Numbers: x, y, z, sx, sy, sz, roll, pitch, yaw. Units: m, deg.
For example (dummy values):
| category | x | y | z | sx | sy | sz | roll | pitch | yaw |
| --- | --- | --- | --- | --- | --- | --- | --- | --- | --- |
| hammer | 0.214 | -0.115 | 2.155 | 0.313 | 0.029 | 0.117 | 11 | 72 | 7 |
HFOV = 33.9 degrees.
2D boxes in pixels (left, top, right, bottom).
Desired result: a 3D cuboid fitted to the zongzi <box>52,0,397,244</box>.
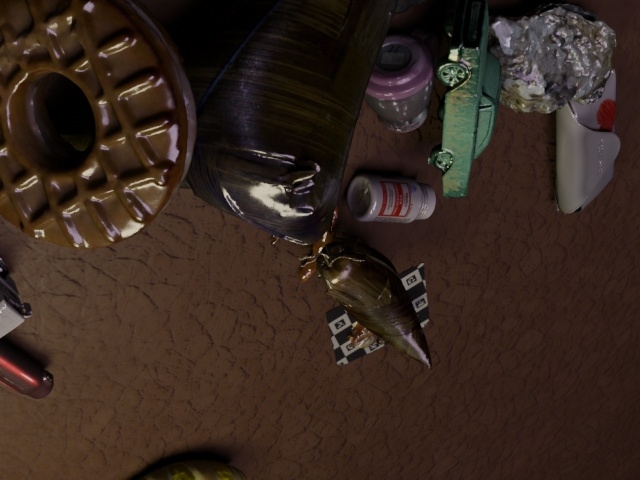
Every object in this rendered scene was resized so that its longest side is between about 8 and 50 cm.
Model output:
| category | x | y | z | sx | sy | sz | roll | pitch | yaw |
| --- | --- | --- | --- | --- | --- | --- | --- | --- | --- |
| zongzi | -0.139 | -0.241 | 1.364 | 0.208 | 0.432 | 0.403 | 55 | 53 | -71 |

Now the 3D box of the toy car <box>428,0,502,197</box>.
| category | x | y | z | sx | sy | sz | roll | pitch | yaw |
| --- | --- | --- | --- | --- | --- | --- | --- | --- | --- |
| toy car | 0.224 | -0.218 | 1.604 | 0.097 | 0.141 | 0.320 | 7 | 142 | 8 |

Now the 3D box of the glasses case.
| category | x | y | z | sx | sy | sz | roll | pitch | yaw |
| --- | --- | --- | --- | --- | --- | --- | --- | --- | --- |
| glasses case | 0.485 | -0.170 | 1.891 | 0.128 | 0.083 | 0.308 | -27 | 139 | -9 |

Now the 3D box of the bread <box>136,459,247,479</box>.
| category | x | y | z | sx | sy | sz | roll | pitch | yaw |
| --- | --- | --- | --- | --- | --- | --- | --- | --- | --- |
| bread | -0.278 | 0.570 | 2.022 | 0.333 | 0.160 | 0.333 | -17 | 135 | -18 |

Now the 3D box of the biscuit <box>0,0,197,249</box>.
| category | x | y | z | sx | sy | sz | roll | pitch | yaw |
| --- | --- | --- | --- | --- | --- | --- | --- | --- | --- |
| biscuit | -0.296 | -0.147 | 1.229 | 0.332 | 0.332 | 0.103 | -62 | 173 | 27 |

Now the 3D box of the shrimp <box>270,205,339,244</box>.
| category | x | y | z | sx | sy | sz | roll | pitch | yaw |
| --- | --- | --- | --- | --- | --- | --- | --- | --- | --- |
| shrimp | -0.027 | -0.027 | 1.706 | 0.091 | 0.025 | 0.127 | 39 | 111 | -21 |

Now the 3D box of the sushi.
| category | x | y | z | sx | sy | sz | roll | pitch | yaw |
| --- | --- | --- | --- | --- | --- | --- | --- | --- | --- |
| sushi | 0.122 | 0.158 | 1.990 | 0.210 | 0.040 | 0.192 | -25 | 139 | -12 |

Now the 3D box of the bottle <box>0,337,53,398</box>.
| category | x | y | z | sx | sy | sz | roll | pitch | yaw |
| --- | --- | --- | --- | --- | --- | --- | --- | --- | --- |
| bottle | -0.472 | 0.193 | 1.607 | 0.060 | 0.060 | 0.164 | -37 | 140 | 1 |

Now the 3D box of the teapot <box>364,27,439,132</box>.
| category | x | y | z | sx | sy | sz | roll | pitch | yaw |
| --- | --- | --- | --- | --- | --- | --- | --- | --- | --- |
| teapot | 0.118 | -0.241 | 1.576 | 0.116 | 0.148 | 0.146 | 0 | 149 | 12 |

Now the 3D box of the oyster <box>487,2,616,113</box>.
| category | x | y | z | sx | sy | sz | roll | pitch | yaw |
| --- | --- | --- | --- | --- | --- | --- | --- | --- | --- |
| oyster | 0.356 | -0.285 | 1.674 | 0.268 | 0.112 | 0.198 | -8 | 132 | -24 |

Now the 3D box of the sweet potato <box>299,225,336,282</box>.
| category | x | y | z | sx | sy | sz | roll | pitch | yaw |
| --- | --- | --- | --- | --- | --- | --- | --- | --- | --- |
| sweet potato | 0.002 | 0.003 | 1.760 | 0.044 | 0.044 | 0.179 | -8 | 132 | -28 |

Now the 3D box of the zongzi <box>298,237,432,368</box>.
| category | x | y | z | sx | sy | sz | roll | pitch | yaw |
| --- | --- | --- | --- | --- | --- | --- | --- | --- | --- |
| zongzi | 0.097 | 0.106 | 1.720 | 0.111 | 0.241 | 0.248 | -40 | 165 | 6 |

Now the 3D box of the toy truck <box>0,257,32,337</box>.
| category | x | y | z | sx | sy | sz | roll | pitch | yaw |
| --- | --- | --- | --- | --- | --- | --- | --- | --- | --- |
| toy truck | -0.493 | 0.046 | 1.402 | 0.101 | 0.125 | 0.242 | -35 | 141 | -2 |

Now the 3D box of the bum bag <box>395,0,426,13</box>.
| category | x | y | z | sx | sy | sz | roll | pitch | yaw |
| --- | --- | --- | --- | --- | --- | --- | --- | --- | --- |
| bum bag | 0.070 | -0.325 | 1.487 | 0.198 | 0.049 | 0.087 | -31 | 144 | -6 |

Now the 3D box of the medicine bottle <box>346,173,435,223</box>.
| category | x | y | z | sx | sy | sz | roll | pitch | yaw |
| --- | --- | --- | --- | --- | --- | --- | --- | --- | --- |
| medicine bottle | 0.119 | -0.068 | 1.742 | 0.140 | 0.079 | 0.079 | 2 | 127 | -35 |
